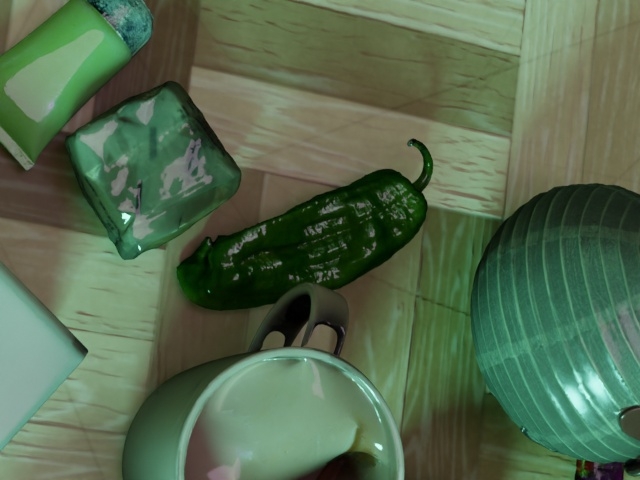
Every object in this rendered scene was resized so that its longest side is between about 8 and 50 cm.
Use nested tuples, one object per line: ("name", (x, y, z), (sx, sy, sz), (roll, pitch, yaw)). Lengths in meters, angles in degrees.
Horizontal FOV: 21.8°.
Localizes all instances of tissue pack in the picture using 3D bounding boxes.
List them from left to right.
("tissue pack", (-0.323, 0.129, 1.292), (0.136, 0.159, 0.246), (46, 68, -15))

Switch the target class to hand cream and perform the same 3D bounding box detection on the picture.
("hand cream", (-0.221, -0.152, 1.429), (0.175, 0.046, 0.095), (-45, 103, -15))

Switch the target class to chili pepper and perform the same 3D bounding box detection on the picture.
("chili pepper", (-0.003, -0.003, 1.490), (0.257, 0.074, 0.100), (-23, 94, -23))

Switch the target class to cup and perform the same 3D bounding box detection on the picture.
("cup", (-0.050, 0.157, 1.382), (0.191, 0.200, 0.253), (22, 77, -20))

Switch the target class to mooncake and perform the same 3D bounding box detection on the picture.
("mooncake", (-0.145, -0.063, 1.434), (0.130, 0.073, 0.125), (-31, 100, -22))

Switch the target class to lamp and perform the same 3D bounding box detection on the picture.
("lamp", (0.255, 0.074, 1.502), (0.233, 0.233, 0.265), (26, 51, -19))

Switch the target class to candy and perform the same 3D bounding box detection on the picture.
("candy", (0.270, 0.209, 1.603), (0.043, 0.045, 0.175), (12, 79, -28))
